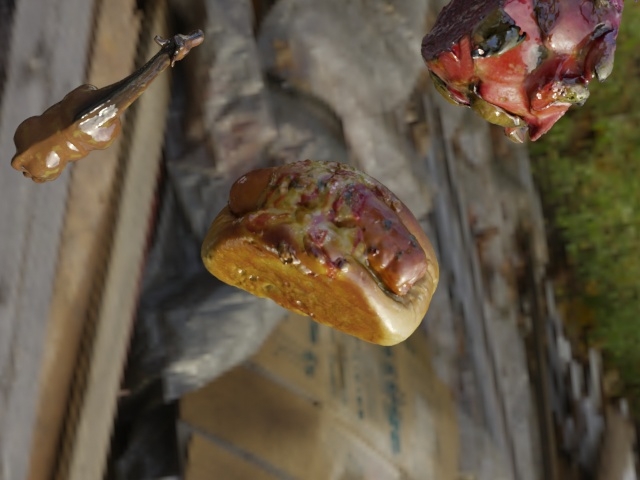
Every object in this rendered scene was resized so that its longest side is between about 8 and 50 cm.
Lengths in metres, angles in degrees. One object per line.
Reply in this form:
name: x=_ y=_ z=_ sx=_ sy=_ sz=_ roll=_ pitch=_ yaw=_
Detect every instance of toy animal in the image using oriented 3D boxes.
toy animal: x=-0.204 y=-0.130 z=1.525 sx=0.066 sy=0.224 sz=0.230 roll=59 pitch=-1 yaw=0

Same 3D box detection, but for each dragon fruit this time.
dragon fruit: x=0.201 y=-0.190 z=1.499 sx=0.147 sy=0.211 sz=0.282 roll=40 pitch=24 yaw=-16

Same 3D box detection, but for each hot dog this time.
hot dog: x=0.000 y=0.000 z=1.685 sx=0.150 sy=0.257 sz=0.153 roll=-57 pitch=161 yaw=-34
